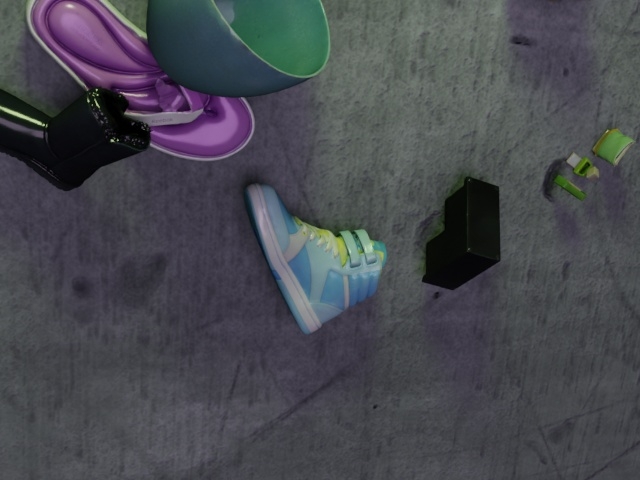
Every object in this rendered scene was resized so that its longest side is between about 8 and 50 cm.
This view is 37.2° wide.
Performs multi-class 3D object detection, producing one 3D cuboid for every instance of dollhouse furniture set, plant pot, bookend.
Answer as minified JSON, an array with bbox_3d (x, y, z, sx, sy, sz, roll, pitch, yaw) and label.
[{"bbox_3d":[0.513,-0.154,1.796,0.058,0.076,0.152,32,101,-25],"label":"dollhouse furniture set"},{"bbox_3d":[-0.151,-0.333,1.450,0.195,0.290,0.290,-27,122,34],"label":"plant pot"},{"bbox_3d":[0.261,-0.010,1.772,0.072,0.156,0.157,16,150,-21],"label":"bookend"}]

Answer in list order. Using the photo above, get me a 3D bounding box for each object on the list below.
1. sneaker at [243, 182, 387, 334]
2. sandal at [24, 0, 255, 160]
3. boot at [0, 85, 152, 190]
[{"bbox_3d":[0.000,0.000,1.687,0.208,0.127,0.319,-25,125,-3],"label":"sneaker"},{"bbox_3d":[-0.286,-0.249,1.514,0.416,0.102,0.169,32,100,-25],"label":"sandal"},{"bbox_3d":[-0.404,-0.190,1.456,0.207,0.094,0.246,-25,129,36],"label":"boot"}]
